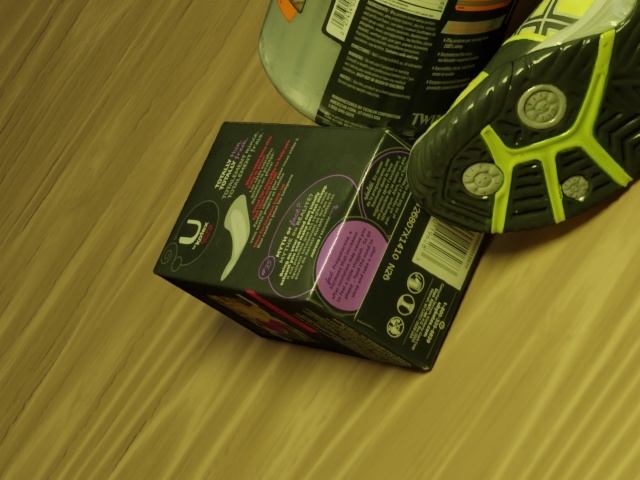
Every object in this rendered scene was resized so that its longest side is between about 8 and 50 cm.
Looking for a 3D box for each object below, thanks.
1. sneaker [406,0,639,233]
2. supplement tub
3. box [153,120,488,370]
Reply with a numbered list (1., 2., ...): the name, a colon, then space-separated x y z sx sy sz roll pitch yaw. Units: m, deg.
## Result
1. sneaker: 0.228 -0.152 1.579 0.384 0.145 0.147 -39 24 11
2. supplement tub: 0.085 -0.266 1.684 0.207 0.207 0.338 -104 28 -50
3. box: 0.000 0.000 1.726 0.270 0.143 0.165 9 70 56
